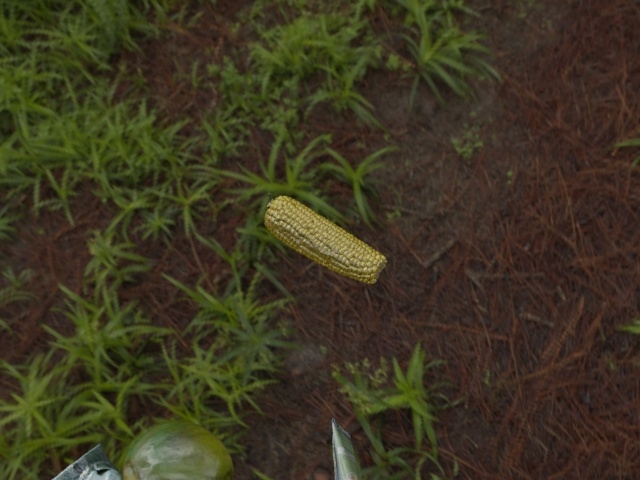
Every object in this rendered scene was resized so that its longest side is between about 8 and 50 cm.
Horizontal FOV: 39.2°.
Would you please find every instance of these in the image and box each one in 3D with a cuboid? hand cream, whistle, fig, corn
[{"bbox_3d":[0.055,0.482,1.838,0.055,0.086,0.235,-21,45,16],"label":"hand cream"},{"bbox_3d":[-0.538,0.596,2.085,0.188,0.405,0.168,-37,87,-18],"label":"whistle"},{"bbox_3d":[-0.262,0.415,1.617,0.181,0.191,0.181,-7,81,48],"label":"fig"},{"bbox_3d":[0.000,0.000,2.008,0.310,0.101,0.101,32,78,8],"label":"corn"}]
